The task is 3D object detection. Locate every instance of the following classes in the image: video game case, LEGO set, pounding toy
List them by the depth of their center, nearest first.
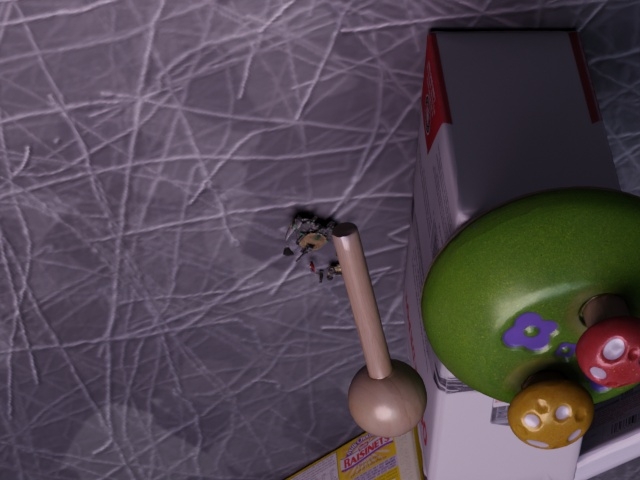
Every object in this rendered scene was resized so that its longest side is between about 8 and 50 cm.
[{"bbox_3d":[0.133,0.071,1.252,0.237,0.110,0.183,-7,133,0],"label":"pounding toy"},{"bbox_3d":[-0.002,0.001,1.512,0.054,0.023,0.083,-3,147,1],"label":"LEGO set"},{"bbox_3d":[0.211,0.132,1.539,0.212,0.193,0.023,-28,104,20],"label":"video game case"}]

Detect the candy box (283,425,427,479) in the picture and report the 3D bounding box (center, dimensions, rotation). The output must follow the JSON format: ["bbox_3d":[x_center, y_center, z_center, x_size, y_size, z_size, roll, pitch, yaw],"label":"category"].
[{"bbox_3d":[0.006,0.231,1.667,0.206,0.105,0.027,-33,128,24],"label":"candy box"}]

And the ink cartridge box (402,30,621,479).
[{"bbox_3d":[0.129,0.016,1.412,0.114,0.197,0.273,0,133,-5],"label":"ink cartridge box"}]
